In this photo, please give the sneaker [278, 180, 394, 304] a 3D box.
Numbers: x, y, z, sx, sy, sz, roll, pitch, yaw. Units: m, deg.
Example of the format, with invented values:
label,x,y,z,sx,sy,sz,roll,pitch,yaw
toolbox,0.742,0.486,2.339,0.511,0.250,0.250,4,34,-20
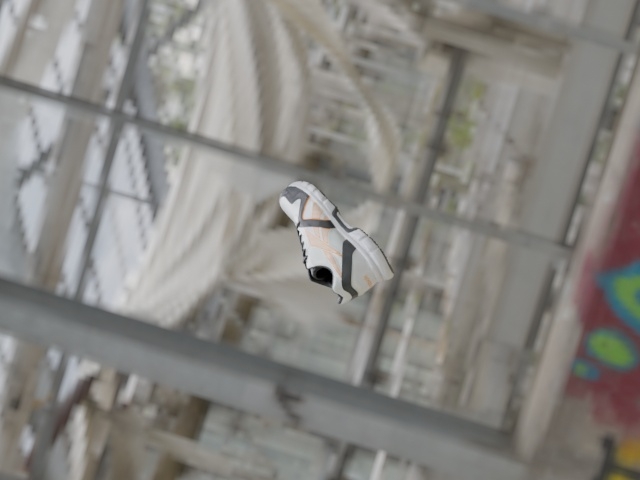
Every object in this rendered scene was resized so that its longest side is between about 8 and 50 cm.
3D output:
label,x,y,z,sx,sy,sz,roll,pitch,yaw
sneaker,0.000,0.000,1.178,0.044,0.109,0.040,-38,-44,-9
